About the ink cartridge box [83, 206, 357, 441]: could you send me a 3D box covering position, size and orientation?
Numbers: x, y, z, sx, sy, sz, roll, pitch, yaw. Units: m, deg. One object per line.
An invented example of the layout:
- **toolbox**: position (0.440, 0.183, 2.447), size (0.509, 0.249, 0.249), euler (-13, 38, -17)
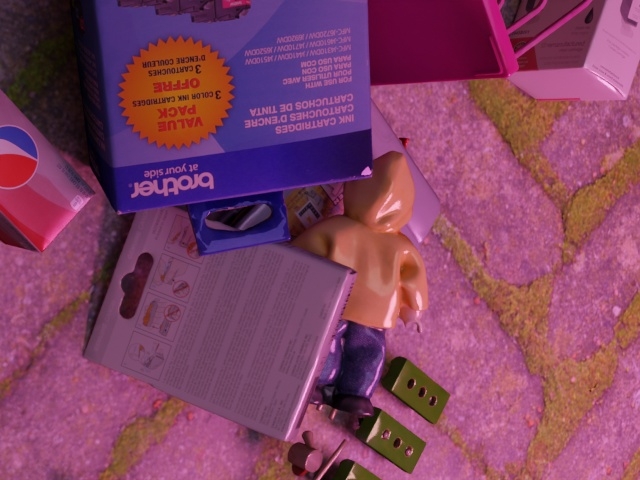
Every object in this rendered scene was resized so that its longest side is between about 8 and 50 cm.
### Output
- **ink cartridge box**: position (-0.102, 0.078, 1.388), size (0.066, 0.232, 0.189), euler (12, 99, -77)

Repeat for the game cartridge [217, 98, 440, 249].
- **game cartridge**: position (0.000, 0.000, 1.505), size (0.297, 0.062, 0.198), euler (-46, 114, -17)

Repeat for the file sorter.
- **file sorter**: position (0.119, -0.298, 1.437), size (0.182, 0.291, 0.202), euler (-36, 114, -31)

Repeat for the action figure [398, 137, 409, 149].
- **action figure**: position (0.081, -0.066, 1.589), size (0.038, 0.030, 0.115), euler (7, 92, -31)

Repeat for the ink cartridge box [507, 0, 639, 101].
- **ink cartridge box**: position (0.332, -0.290, 1.669), size (0.092, 0.159, 0.217), euler (28, 77, -34)

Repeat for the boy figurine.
- **boy figurine**: position (0.032, 0.040, 1.444), size (0.177, 0.092, 0.285), euler (12, 88, -3)

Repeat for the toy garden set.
- **toy garden set**: position (0.032, 0.241, 1.561), size (0.204, 0.049, 0.244), euler (41, 72, -43)

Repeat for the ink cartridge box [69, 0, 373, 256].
- **ink cartridge box**: position (-0.096, -0.188, 1.303), size (0.270, 0.151, 0.395), euler (-10, 116, -15)

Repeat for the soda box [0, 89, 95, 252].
- **soda box**: position (-0.335, -0.107, 1.244), size (0.083, 0.092, 0.263), euler (-51, 120, -20)
